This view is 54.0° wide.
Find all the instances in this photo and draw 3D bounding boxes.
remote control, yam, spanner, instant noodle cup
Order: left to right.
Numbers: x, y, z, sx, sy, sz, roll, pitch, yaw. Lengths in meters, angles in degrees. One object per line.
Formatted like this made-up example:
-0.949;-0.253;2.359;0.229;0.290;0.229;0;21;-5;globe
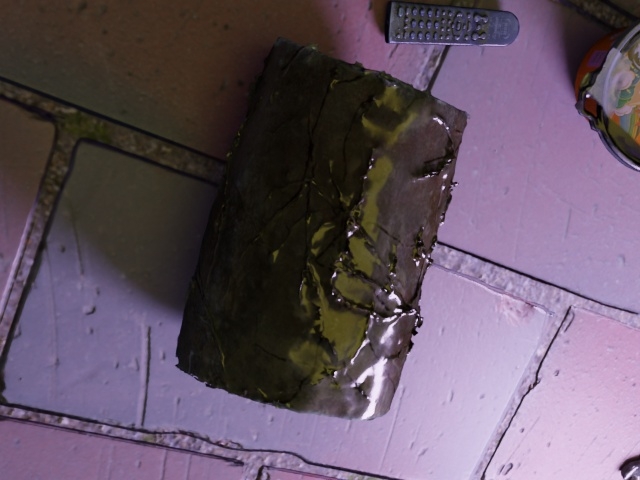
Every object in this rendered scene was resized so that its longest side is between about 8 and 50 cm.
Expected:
0.000;0.000;0.610;0.240;0.241;0.349;12;101;-20;yam
0.144;-0.233;0.684;0.152;0.027;0.044;-1;114;-15;remote control
0.370;-0.173;0.709;0.208;0.125;0.178;9;109;-6;instant noodle cup
0.575;0.302;1.003;0.254;0.015;0.054;-46;114;2;spanner
